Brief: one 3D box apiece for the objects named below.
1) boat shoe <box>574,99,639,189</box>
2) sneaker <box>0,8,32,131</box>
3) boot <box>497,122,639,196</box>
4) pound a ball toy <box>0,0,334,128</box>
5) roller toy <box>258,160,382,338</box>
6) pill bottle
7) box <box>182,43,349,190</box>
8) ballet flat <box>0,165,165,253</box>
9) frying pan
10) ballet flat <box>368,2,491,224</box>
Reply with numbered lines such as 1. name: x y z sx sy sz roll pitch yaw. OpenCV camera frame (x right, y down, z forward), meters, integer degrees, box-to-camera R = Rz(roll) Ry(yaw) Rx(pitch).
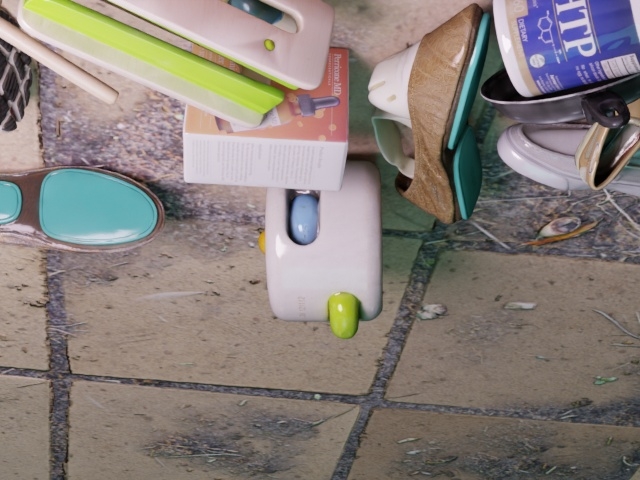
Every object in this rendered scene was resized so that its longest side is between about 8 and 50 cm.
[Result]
1. boat shoe: 0.331 -0.135 1.430 0.068 0.072 0.190 20 113 -5
2. sneaker: -0.402 -0.214 1.401 0.118 0.107 0.279 3 150 33
3. boot: 0.335 -0.120 1.526 0.258 0.095 0.123 8 135 -16
4. pound a ball toy: -0.174 -0.225 1.328 0.319 0.136 0.208 22 153 -27
5. roller toy: 0.000 0.000 1.616 0.146 0.209 0.191 -1 109 3
6. pill bottle: 0.258 -0.201 1.219 0.186 0.112 0.112 -12 145 21
7. box: -0.057 -0.134 1.459 0.170 0.130 0.091 3 147 -3
8. ballet flat: -0.342 -0.036 1.674 0.315 0.108 0.106 7 168 1
9. frying pan: 0.279 -0.148 1.301 0.197 0.326 0.053 -23 110 -14
10. ballet flat: 0.115 -0.137 1.492 0.124 0.116 0.342 16 154 13
